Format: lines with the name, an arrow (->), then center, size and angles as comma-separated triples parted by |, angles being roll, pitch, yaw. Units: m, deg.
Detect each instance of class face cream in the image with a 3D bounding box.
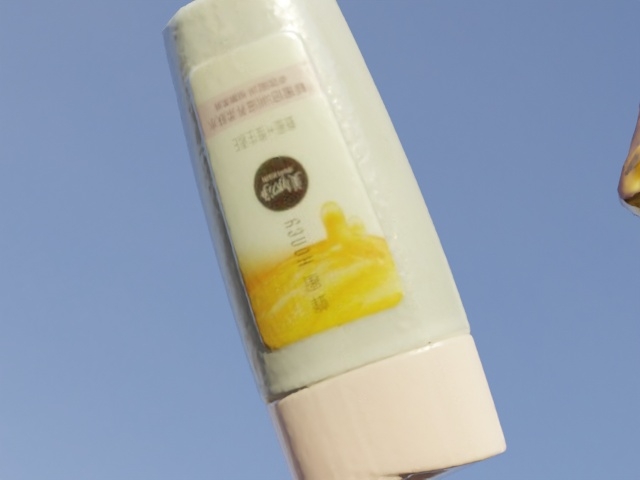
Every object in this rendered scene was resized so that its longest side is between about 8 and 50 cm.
face cream -> 0.000, 0.000, 0.607 | 0.084, 0.198, 0.057 | -22, -10, 11

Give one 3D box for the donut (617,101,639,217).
donut -> 0.281, -0.066, 0.419 | 0.163, 0.435, 0.377 | 24, -67, -19
